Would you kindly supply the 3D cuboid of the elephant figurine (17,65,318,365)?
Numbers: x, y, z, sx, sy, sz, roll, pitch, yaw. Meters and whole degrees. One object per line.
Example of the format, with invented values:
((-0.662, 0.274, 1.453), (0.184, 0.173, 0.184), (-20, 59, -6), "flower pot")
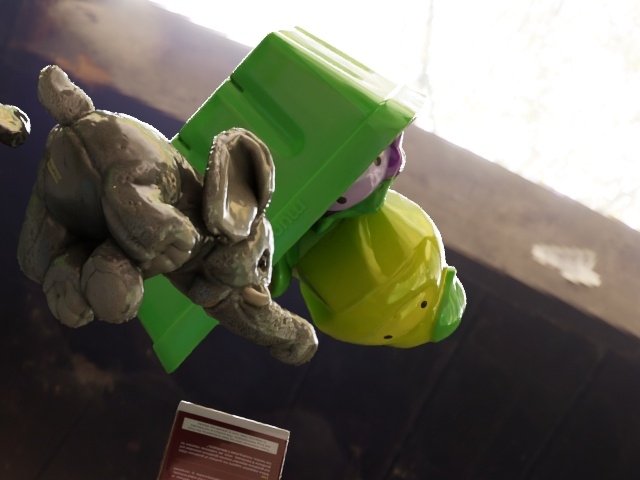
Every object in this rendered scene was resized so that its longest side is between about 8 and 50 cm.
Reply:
((-0.104, -0.010, 1.068), (0.169, 0.186, 0.239), (35, -158, 36), "elephant figurine")

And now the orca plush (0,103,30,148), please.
((-0.306, -0.100, 0.970), (0.151, 0.102, 0.287), (16, -149, -44), "orca plush")

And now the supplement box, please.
((-0.122, 0.305, 1.461), (0.130, 0.073, 0.239), (17, -124, -5), "supplement box")

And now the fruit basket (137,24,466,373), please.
((0.000, 0.000, 1.452), (0.392, 0.392, 0.283), (25, -166, 3), "fruit basket")
